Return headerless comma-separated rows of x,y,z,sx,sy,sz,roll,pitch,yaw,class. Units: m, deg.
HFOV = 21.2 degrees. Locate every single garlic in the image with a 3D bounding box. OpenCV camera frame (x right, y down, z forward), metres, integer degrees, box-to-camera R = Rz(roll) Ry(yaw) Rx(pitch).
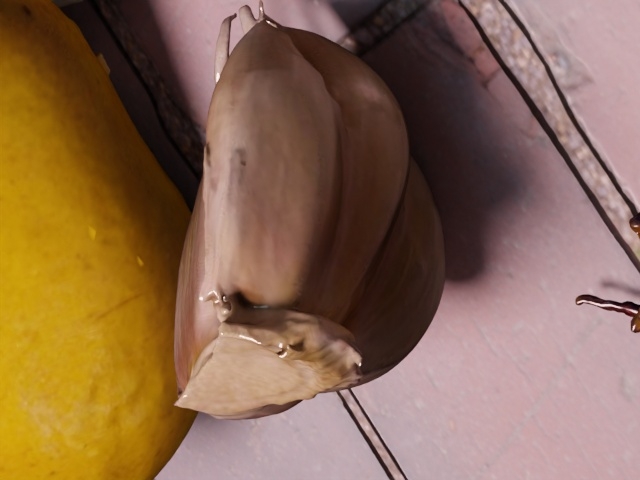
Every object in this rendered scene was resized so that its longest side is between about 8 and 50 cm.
-0.033,-0.005,1.091,0.210,0.292,0.237,-14,136,21,garlic

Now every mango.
-0.227,0.015,1.268,0.220,0.301,0.445,-119,24,-57,mango

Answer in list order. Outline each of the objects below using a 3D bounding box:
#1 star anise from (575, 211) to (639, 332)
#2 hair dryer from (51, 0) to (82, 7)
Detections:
0.211,0.028,0.978,0.190,0.070,0.097,1,87,49,star anise
-0.184,-0.184,1.280,0.236,0.073,0.131,-9,109,40,hair dryer
